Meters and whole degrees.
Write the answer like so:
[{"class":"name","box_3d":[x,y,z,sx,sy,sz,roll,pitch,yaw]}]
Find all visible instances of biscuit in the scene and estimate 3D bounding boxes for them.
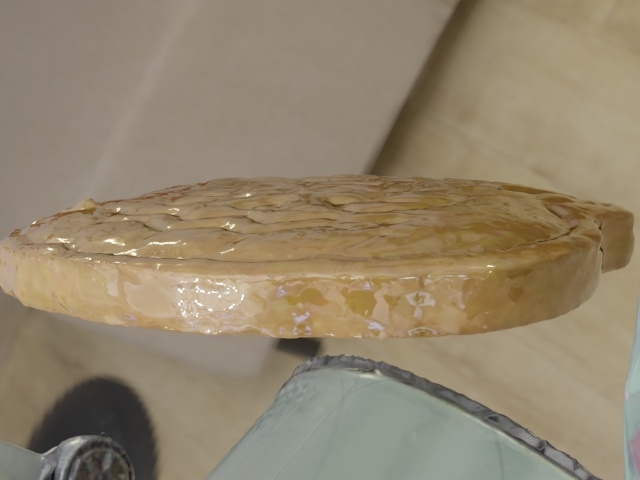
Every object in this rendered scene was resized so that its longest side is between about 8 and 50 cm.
[{"class":"biscuit","box_3d":[0.000,-0.002,1.258,0.385,0.365,0.062,3,100,28]}]

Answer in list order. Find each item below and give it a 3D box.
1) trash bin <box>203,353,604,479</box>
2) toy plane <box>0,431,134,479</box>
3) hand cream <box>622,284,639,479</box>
[{"class":"trash bin","box_3d":[-0.005,0.202,0.585,0.262,0.277,0.217,-49,29,-21]},{"class":"toy plane","box_3d":[-0.156,0.106,0.769,0.251,0.255,0.101,-6,57,44]},{"class":"hand cream","box_3d":[0.189,0.029,0.979,0.079,0.050,0.275,7,78,16]}]
